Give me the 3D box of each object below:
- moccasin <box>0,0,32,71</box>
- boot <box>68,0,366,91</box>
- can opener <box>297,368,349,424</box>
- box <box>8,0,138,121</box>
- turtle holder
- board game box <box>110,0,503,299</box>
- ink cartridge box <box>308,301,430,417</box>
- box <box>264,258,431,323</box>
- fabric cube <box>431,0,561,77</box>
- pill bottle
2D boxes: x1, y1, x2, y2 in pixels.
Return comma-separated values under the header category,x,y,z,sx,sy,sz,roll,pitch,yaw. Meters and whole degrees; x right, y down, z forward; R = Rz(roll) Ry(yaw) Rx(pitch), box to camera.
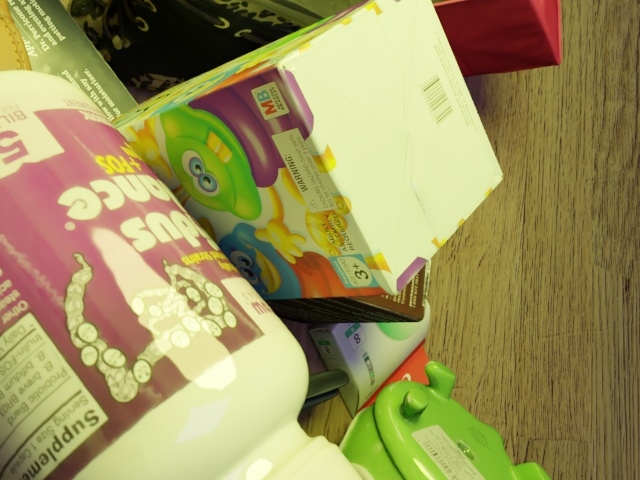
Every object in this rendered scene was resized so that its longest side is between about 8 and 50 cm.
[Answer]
category,x,y,z,sx,sy,sz,roll,pitch,yaw
moccasin,-0.329,-0.106,0.349,0.380,0.139,0.147,-11,91,-43
boot,-0.156,-0.249,0.669,0.377,0.284,0.138,8,80,-43
can opener,-0.037,0.180,0.804,0.186,0.059,0.073,-6,61,-53
box,-0.327,-0.059,0.560,0.343,0.179,0.312,56,51,-22
turtle holder,0.125,0.298,0.905,0.243,0.227,0.320,40,16,-4
board game box,-0.043,-0.052,0.509,0.142,0.275,0.144,-42,113,-37
ink cartridge box,0.099,0.166,1.006,0.181,0.056,0.224,-39,109,-38
box,0.000,0.000,0.833,0.167,0.203,0.168,19,72,-40
fabric cube,0.167,-0.373,0.958,0.258,0.259,0.254,13,74,-63
pill bottle,-0.114,0.064,0.401,0.301,0.169,0.169,48,49,11
